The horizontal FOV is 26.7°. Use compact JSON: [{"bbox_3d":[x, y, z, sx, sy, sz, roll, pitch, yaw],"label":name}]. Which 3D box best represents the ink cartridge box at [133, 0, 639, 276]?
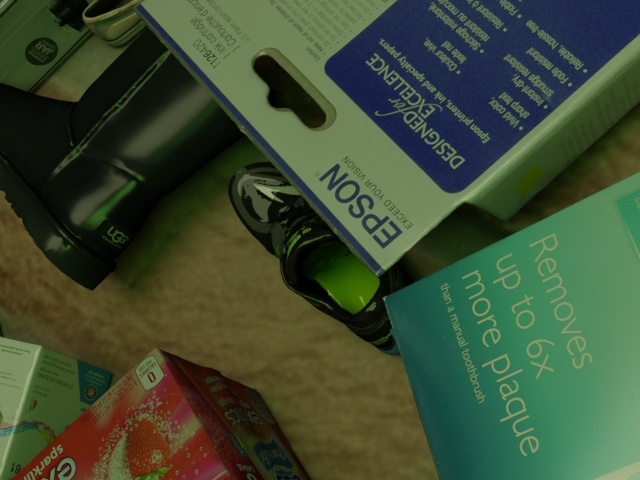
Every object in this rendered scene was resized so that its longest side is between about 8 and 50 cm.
[{"bbox_3d":[0.075,-0.159,0.895,0.307,0.072,0.303,-42,57,1],"label":"ink cartridge box"}]

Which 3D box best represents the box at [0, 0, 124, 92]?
[{"bbox_3d":[-0.304,-0.190,1.149,0.290,0.087,0.169,-42,56,11],"label":"box"}]

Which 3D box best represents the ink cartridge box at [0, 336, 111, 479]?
[{"bbox_3d":[-0.208,0.139,0.961,0.052,0.088,0.122,9,77,31],"label":"ink cartridge box"}]

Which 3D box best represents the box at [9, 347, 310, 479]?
[{"bbox_3d":[-0.134,0.206,0.870,0.257,0.122,0.128,-42,57,11],"label":"box"}]

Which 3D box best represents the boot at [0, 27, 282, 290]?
[{"bbox_3d":[-0.158,-0.103,1.025,0.207,0.094,0.246,-45,48,2],"label":"boot"}]

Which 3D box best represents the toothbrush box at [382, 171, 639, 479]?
[{"bbox_3d":[0.211,0.077,0.711,0.295,0.126,0.216,-26,60,19],"label":"toothbrush box"}]

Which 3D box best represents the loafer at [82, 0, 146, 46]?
[{"bbox_3d":[-0.138,-0.208,1.085,0.125,0.039,0.045,-43,55,10],"label":"loafer"}]

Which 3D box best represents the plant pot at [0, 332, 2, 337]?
[{"bbox_3d":[-0.418,0.117,1.028,0.291,0.203,0.291,-11,67,28],"label":"plant pot"}]

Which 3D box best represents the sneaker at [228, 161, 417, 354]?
[{"bbox_3d":[0.000,0.000,0.896,0.067,0.078,0.188,-49,54,6],"label":"sneaker"}]
